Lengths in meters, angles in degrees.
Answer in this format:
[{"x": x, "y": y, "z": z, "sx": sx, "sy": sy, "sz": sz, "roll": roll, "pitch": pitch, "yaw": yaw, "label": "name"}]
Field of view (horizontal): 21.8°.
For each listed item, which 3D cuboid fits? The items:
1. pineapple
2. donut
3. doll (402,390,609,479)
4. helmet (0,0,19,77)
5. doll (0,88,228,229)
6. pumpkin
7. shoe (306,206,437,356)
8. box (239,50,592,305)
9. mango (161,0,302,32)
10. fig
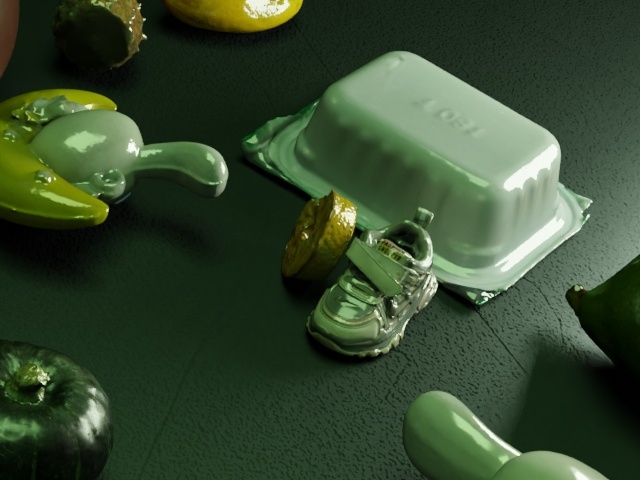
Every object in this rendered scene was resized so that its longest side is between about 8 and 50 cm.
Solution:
[{"x": -0.252, "y": -0.272, "z": 1.930, "sx": 0.108, "sy": 0.108, "sz": 0.198, "roll": 9, "pitch": 29, "yaw": -6, "label": "pineapple"}, {"x": 0.000, "y": 0.000, "z": 1.677, "sx": 0.043, "sy": 0.097, "sz": 0.108, "roll": 24, "pitch": -7, "yaw": -13, "label": "donut"}, {"x": 0.176, "y": 0.303, "z": 1.316, "sx": 0.376, "sy": 0.187, "sz": 0.365, "roll": 17, "pitch": 26, "yaw": 22, "label": "doll"}, {"x": -0.441, "y": -0.215, "z": 1.638, "sx": 0.337, "sy": 0.385, "sz": 0.230, "roll": -21, "pitch": 80, "yaw": 0, "label": "helmet"}, {"x": -0.255, "y": -0.078, "z": 1.682, "sx": 0.252, "sy": 0.111, "sz": 0.237, "roll": -16, "pitch": 33, "yaw": -30, "label": "doll"}, {"x": -0.255, "y": 0.153, "z": 1.383, "sx": 0.167, "sy": 0.125, "sz": 0.167, "roll": 5, "pitch": 16, "yaw": -1, "label": "pumpkin"}, {"x": 0.062, "y": 0.040, "z": 1.645, "sx": 0.089, "sy": 0.092, "sz": 0.180, "roll": 31, "pitch": 43, "yaw": 20, "label": "shoe"}, {"x": 0.122, "y": -0.100, "z": 1.827, "sx": 0.336, "sy": 0.106, "sz": 0.264, "roll": 32, "pitch": 42, "yaw": 22, "label": "box"}, {"x": -0.107, "y": -0.293, "z": 2.017, "sx": 0.190, "sy": 0.075, "sz": 0.098, "roll": 1, "pitch": 46, "yaw": -27, "label": "mango"}, {"x": 0.359, "y": 0.084, "z": 1.648, "sx": 0.245, "sy": 0.195, "sz": 0.195, "roll": -6, "pitch": 26, "yaw": 35, "label": "fig"}]
